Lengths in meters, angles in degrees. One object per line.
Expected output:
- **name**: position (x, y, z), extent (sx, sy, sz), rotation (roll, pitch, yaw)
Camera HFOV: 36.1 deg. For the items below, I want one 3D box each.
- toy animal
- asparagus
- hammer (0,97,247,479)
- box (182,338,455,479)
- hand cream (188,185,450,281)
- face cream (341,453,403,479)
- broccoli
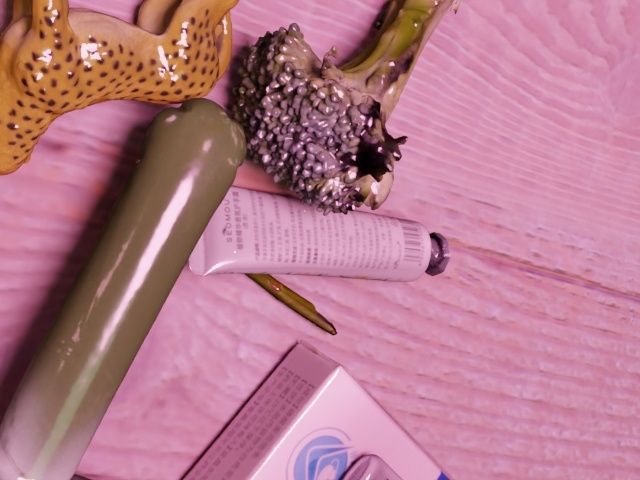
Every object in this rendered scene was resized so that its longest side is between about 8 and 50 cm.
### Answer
- **toy animal**: position (-0.107, -0.108, 0.536), extent (0.181, 0.073, 0.136), rotation (-14, 118, -41)
- **asparagus**: position (-0.044, 0.019, 0.633), extent (0.166, 0.016, 0.013), rotation (38, 44, -32)
- **hammer**: position (-0.139, 0.071, 0.531), extent (0.206, 0.119, 0.336), rotation (32, 82, -34)
- **box**: position (-0.054, 0.260, 0.659), extent (0.343, 0.065, 0.200), rotation (-49, 122, -12)
- **hand cream**: position (0.000, 0.000, 0.639), extent (0.194, 0.042, 0.067), rotation (7, 71, -31)
- **face cream**: position (0.045, 0.176, 0.646), extent (0.040, 0.021, 0.083), rotation (-49, 121, -13)
- **broccoli**: position (0.032, -0.108, 0.607), extent (0.122, 0.118, 0.204), rotation (40, 61, -3)
